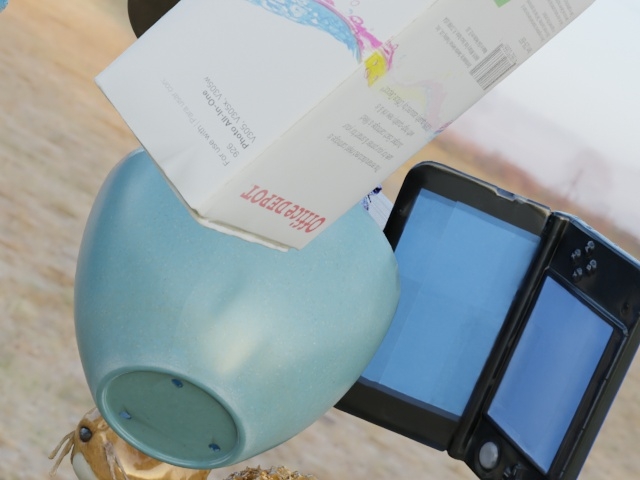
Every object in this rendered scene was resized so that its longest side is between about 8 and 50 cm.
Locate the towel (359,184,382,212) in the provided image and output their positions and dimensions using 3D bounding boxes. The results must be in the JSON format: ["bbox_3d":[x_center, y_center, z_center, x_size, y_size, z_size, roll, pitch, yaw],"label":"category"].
[{"bbox_3d":[-0.030,-0.115,1.493,0.227,0.076,0.308,57,7,5],"label":"towel"}]

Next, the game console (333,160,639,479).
[{"bbox_3d":[0.163,0.105,1.521,0.173,0.293,0.250,13,17,-29],"label":"game console"}]

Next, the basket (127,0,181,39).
[{"bbox_3d":[-0.146,-0.342,2.091,0.204,0.154,0.227,46,46,12],"label":"basket"}]

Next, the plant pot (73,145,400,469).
[{"bbox_3d":[-0.095,0.081,1.301,0.290,0.290,0.195,29,47,-7],"label":"plant pot"}]

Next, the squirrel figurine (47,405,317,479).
[{"bbox_3d":[-0.157,0.344,1.731,0.397,0.370,0.281,8,1,-33],"label":"squirrel figurine"}]

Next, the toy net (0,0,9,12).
[{"bbox_3d":[-0.414,-0.409,1.996,0.045,0.232,0.122,16,-17,31],"label":"toy net"}]

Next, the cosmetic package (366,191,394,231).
[{"bbox_3d":[0.000,0.000,2.028,0.107,0.127,0.238,46,31,18],"label":"cosmetic package"}]

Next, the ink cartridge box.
[{"bbox_3d":[0.018,-0.098,0.732,0.093,0.212,0.154,50,9,16],"label":"ink cartridge box"}]
